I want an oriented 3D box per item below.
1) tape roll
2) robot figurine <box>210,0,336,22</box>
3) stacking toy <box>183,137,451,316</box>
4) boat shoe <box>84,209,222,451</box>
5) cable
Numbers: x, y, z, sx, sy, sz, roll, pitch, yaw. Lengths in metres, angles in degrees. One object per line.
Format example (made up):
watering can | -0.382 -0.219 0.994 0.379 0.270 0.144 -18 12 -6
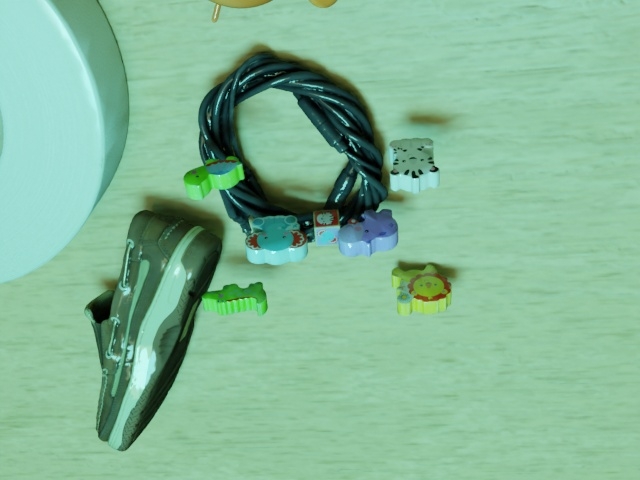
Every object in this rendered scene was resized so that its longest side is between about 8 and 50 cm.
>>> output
tape roll | -0.364 -0.132 1.232 0.392 0.072 0.392 6 124 10
robot figurine | -0.038 -0.260 1.032 0.158 0.128 0.219 19 134 -43
stacking toy | 0.000 0.000 1.189 0.221 0.052 0.167 -5 134 1
boat shoe | -0.174 0.080 1.317 0.095 0.095 0.257 28 117 8
cable | -0.024 -0.073 1.196 0.150 0.047 0.184 -6 120 18
